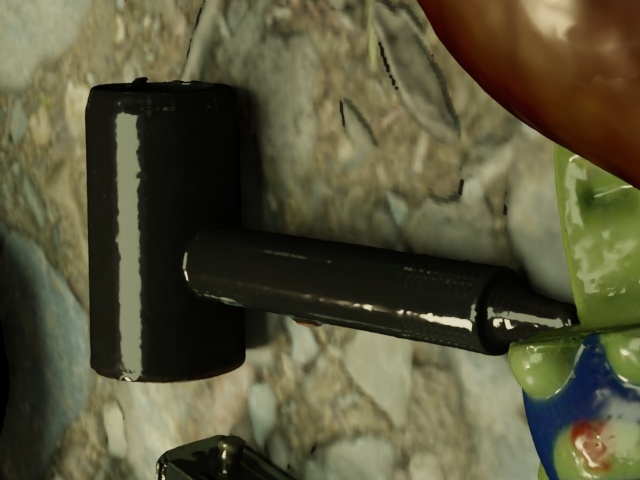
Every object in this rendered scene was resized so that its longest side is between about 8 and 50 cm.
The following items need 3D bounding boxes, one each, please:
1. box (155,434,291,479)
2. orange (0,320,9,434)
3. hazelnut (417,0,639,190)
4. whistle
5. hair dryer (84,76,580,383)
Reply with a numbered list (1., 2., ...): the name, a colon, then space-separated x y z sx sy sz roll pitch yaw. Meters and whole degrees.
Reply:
1. box: 0.015 0.216 0.668 0.270 0.045 0.210 29 120 43
2. orange: -0.341 0.082 0.919 0.369 0.210 0.271 17 102 47
3. hazelnut: 0.104 -0.080 0.398 0.204 0.178 0.178 44 129 36
4. whistle: 0.109 0.058 0.494 0.105 0.085 0.227 -11 89 41
5. hair dryer: 0.000 0.000 0.638 0.255 0.070 0.128 6 102 41
